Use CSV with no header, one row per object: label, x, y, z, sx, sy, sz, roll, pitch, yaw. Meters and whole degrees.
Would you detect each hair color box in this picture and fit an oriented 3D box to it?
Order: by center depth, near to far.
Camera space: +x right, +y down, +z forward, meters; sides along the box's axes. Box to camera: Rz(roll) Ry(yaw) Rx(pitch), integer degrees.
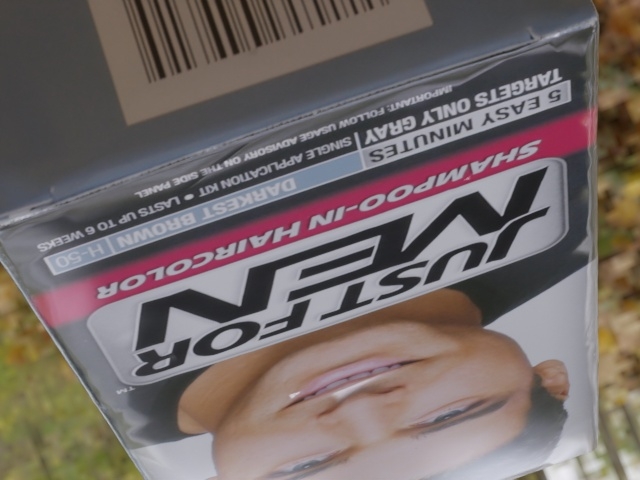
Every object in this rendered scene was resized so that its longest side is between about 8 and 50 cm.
hair color box,0.000,0.000,0.739,0.185,0.114,0.374,-19,155,-1
